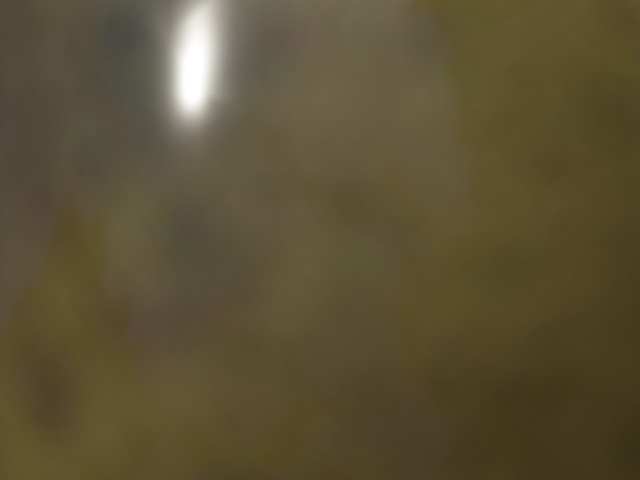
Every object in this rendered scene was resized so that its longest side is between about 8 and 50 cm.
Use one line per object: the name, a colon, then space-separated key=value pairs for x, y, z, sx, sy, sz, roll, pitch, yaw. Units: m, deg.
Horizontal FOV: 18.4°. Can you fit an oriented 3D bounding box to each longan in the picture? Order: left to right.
longan: x=0.000 y=0.000 z=0.449 sx=0.350 sy=0.288 sz=0.288 roll=-37 pitch=93 yaw=24
